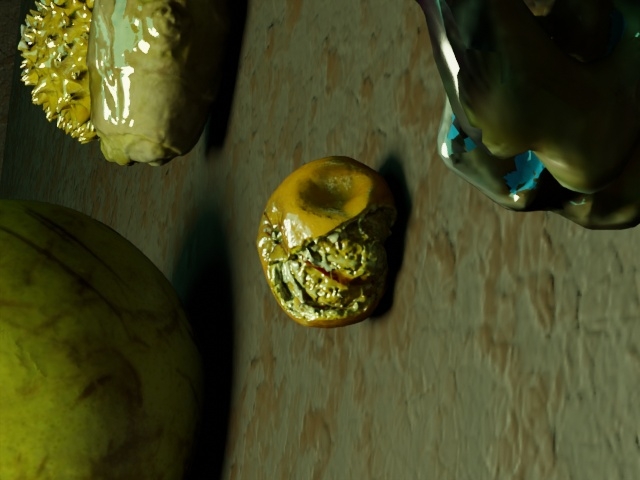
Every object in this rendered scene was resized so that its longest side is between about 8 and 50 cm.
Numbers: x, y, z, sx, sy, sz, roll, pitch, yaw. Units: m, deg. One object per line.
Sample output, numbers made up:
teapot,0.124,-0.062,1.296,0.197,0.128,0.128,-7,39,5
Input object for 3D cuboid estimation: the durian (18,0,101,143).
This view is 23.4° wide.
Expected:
durian,-0.212,-0.184,1.437,0.250,0.138,0.183,172,96,-79

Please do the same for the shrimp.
shrimp,0.072,-0.214,0.556,0.221,0.110,0.445,117,158,-62

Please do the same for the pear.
pear,-0.217,0.107,1.074,0.283,0.284,0.283,-173,90,-73

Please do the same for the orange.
orange,0.000,0.000,0.762,0.086,0.062,0.086,-171,90,-76

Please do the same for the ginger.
ginger,-0.112,-0.182,1.143,0.109,0.116,0.263,2,78,33
